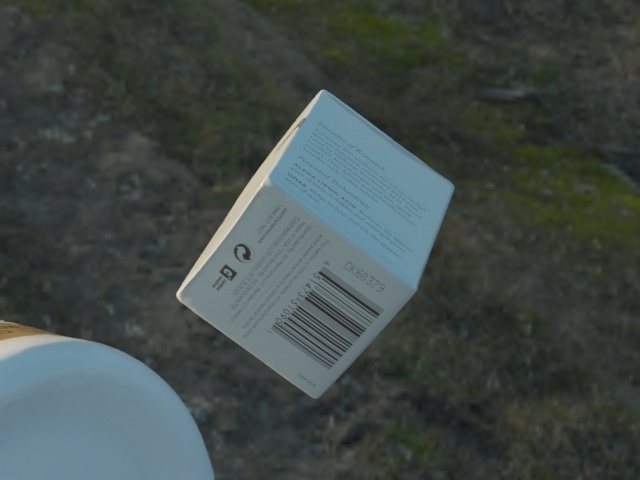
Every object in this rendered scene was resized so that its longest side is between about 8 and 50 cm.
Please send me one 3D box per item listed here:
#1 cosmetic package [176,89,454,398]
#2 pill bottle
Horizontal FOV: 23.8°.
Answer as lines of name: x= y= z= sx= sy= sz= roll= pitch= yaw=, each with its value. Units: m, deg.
cosmetic package: x=0.000 y=0.000 z=1.291 sx=0.151 sy=0.151 sz=0.184 roll=36 pitch=31 yaw=-6
pill bottle: x=-0.154 y=0.090 z=0.577 sx=0.131 sy=0.131 sz=0.229 roll=-28 pitch=21 yaw=-34
